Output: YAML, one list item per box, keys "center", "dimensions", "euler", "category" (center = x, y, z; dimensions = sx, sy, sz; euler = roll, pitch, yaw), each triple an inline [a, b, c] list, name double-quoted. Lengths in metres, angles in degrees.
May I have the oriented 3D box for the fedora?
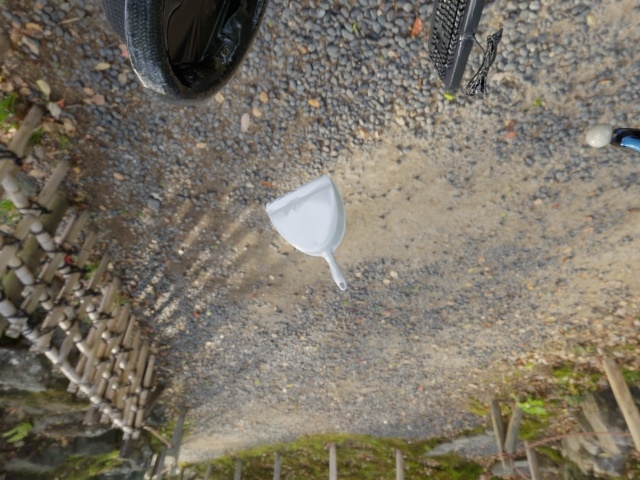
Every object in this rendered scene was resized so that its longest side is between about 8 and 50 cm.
- center: [-0.198, -0.369, 0.560]
  dimensions: [0.153, 0.334, 0.334]
  euler: [27, 144, 9]
  category: "fedora"

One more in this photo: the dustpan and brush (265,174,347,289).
- center: [0.000, 0.000, 0.774]
  dimensions: [0.147, 0.211, 0.060]
  euler: [-25, 172, 16]
  category: "dustpan and brush"

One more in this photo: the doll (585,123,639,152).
- center: [0.539, -0.164, 0.656]
  dimensions: [0.189, 0.129, 0.046]
  euler: [5, 117, 12]
  category: "doll"

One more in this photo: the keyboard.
- center: [0.251, -0.373, 0.713]
  dimensions: [0.033, 0.201, 0.317]
  euler: [-28, 163, 2]
  category: "keyboard"
